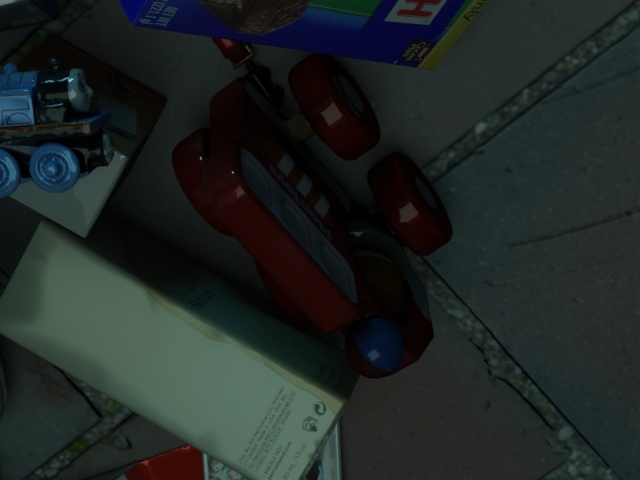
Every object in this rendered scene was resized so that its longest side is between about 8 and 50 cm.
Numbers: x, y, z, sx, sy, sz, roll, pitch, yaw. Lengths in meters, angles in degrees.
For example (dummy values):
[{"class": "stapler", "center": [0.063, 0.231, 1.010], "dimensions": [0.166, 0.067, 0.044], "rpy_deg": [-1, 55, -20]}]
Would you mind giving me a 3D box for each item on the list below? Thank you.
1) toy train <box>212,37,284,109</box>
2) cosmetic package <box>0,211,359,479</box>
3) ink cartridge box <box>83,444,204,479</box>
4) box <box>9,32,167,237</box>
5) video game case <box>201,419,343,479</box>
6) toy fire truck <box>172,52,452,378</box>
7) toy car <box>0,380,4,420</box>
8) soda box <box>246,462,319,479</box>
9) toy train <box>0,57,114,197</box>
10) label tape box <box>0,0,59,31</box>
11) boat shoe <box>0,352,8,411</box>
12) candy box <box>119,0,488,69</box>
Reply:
[{"class": "toy train", "center": [-0.085, -0.182, 1.407], "dimensions": [0.027, 0.036, 0.158], "rpy_deg": [-32, 106, 17]}, {"class": "cosmetic package", "center": [-0.125, 0.095, 1.398], "dimensions": [0.309, 0.160, 0.113], "rpy_deg": [31, 100, 1]}, {"class": "ink cartridge box", "center": [-0.191, 0.329, 1.615], "dimensions": [0.232, 0.066, 0.189], "rpy_deg": [-19, 109, 16]}, {"class": "box", "center": [-0.227, -0.098, 1.382], "dimensions": [0.130, 0.170, 0.091], "rpy_deg": [29, 113, -6]}, {"class": "video game case", "center": [-0.048, 0.252, 1.579], "dimensions": [0.143, 0.019, 0.157], "rpy_deg": [-1, 105, 5]}, {"class": "toy fire truck", "center": [0.000, 0.000, 1.344], "dimensions": [0.169, 0.254, 0.302], "rpy_deg": [-31, 117, 16]}, {"class": "toy car", "center": [-0.352, 0.140, 1.337], "dimensions": [0.219, 0.210, 0.238], "rpy_deg": [-33, 125, 15]}, {"class": "soda box", "center": [-0.066, 0.170, 1.519], "dimensions": [0.058, 0.061, 0.181], "rpy_deg": [-23, 98, 10]}, {"class": "toy train", "center": [-0.261, -0.092, 1.255], "dimensions": [0.184, 0.080, 0.105], "rpy_deg": [-4, 105, 9]}, {"class": "label tape box", "center": [-0.414, -0.277, 1.310], "dimensions": [0.333, 0.106, 0.241], "rpy_deg": [-12, 90, 3]}, {"class": "boat shoe", "center": [-0.439, -0.004, 1.452], "dimensions": [0.186, 0.156, 0.500], "rpy_deg": [-13, 109, 12]}, {"class": "candy box", "center": [0.024, -0.275, 1.194], "dimensions": [0.317, 0.122, 0.268], "rpy_deg": [2, 139, -39]}]
